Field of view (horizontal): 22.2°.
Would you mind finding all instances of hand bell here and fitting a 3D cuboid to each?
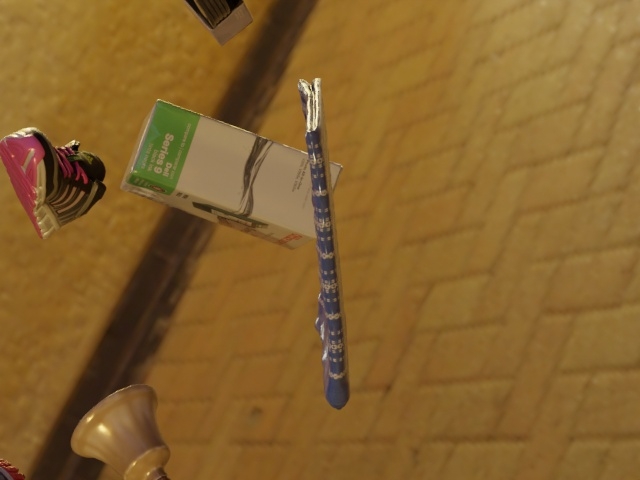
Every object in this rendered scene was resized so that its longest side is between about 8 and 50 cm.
[{"bbox_3d":[-0.186,0.303,1.978,0.242,0.126,0.126,48,111,27],"label":"hand bell"}]

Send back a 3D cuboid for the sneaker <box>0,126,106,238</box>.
[{"bbox_3d":[-0.217,-0.058,1.355,0.075,0.063,0.170,-30,-16,-12],"label":"sneaker"}]

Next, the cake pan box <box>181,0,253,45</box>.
[{"bbox_3d":[-0.206,-0.402,2.188,0.070,0.267,0.246,-41,-15,0],"label":"cake pan box"}]

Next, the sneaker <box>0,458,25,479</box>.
[{"bbox_3d":[-0.474,0.281,2.040,0.092,0.225,0.088,-24,-43,-66],"label":"sneaker"}]

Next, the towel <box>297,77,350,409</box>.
[{"bbox_3d":[0.000,0.000,1.891,0.243,0.040,0.336,-93,-2,-70],"label":"towel"}]

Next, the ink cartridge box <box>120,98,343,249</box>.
[{"bbox_3d":[-0.135,-0.093,2.419,0.211,0.289,0.122,156,133,-78],"label":"ink cartridge box"}]
